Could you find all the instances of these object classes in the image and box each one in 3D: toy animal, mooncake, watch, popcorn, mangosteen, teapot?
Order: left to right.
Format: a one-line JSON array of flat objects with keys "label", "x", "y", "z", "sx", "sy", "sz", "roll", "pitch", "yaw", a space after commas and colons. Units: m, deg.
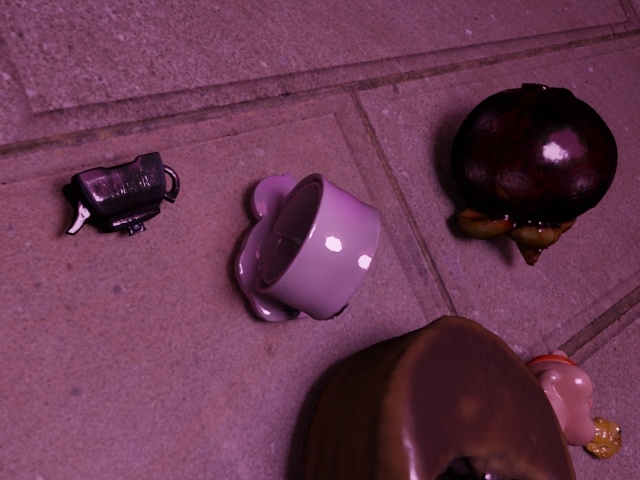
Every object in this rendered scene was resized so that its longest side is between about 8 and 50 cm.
[{"label": "teapot", "x": -0.271, "y": -0.054, "z": 0.835, "sx": 0.177, "sy": 0.087, "sz": 0.096, "roll": -25, "pitch": 94, "yaw": -37}, {"label": "watch", "x": 0.000, "y": 0.000, "z": 0.906, "sx": 0.210, "sy": 0.217, "sz": 0.249, "roll": 31, "pitch": 59, "yaw": -20}, {"label": "mooncake", "x": 0.181, "y": 0.323, "z": 0.883, "sx": 0.393, "sy": 0.246, "sz": 0.394, "roll": -35, "pitch": 93, "yaw": -45}, {"label": "mangosteen", "x": 0.404, "y": -0.126, "z": 1.183, "sx": 0.306, "sy": 0.306, "sz": 0.347, "roll": 0, "pitch": 103, "yaw": -33}, {"label": "toy animal", "x": 0.412, "y": 0.301, "z": 1.105, "sx": 0.197, "sy": 0.171, "sz": 0.172, "roll": -20, "pitch": 84, "yaw": -33}, {"label": "popcorn", "x": 0.570, "y": 0.394, "z": 1.235, "sx": 0.084, "sy": 0.084, "sz": 0.084, "roll": 12, "pitch": 66, "yaw": -29}]
